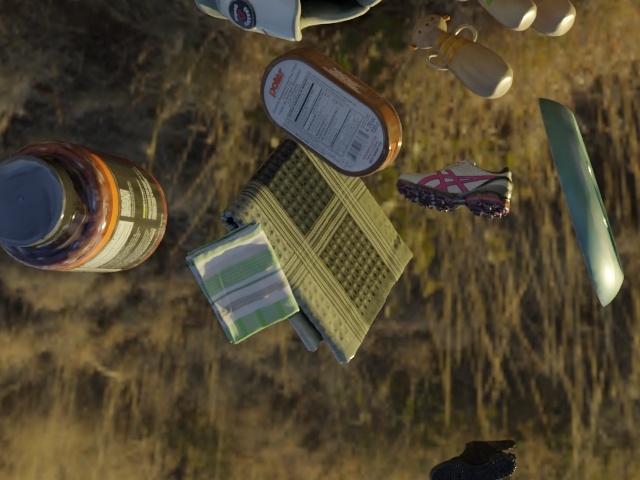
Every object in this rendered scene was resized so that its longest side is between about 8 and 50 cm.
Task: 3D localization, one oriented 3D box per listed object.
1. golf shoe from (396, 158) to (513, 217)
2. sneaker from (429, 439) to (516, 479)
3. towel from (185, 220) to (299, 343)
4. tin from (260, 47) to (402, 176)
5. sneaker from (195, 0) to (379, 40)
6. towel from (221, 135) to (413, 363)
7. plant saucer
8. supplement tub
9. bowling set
[{"bbox_3d":[0.216,-0.090,1.939,0.186,0.086,0.067,9,158,10],"label":"golf shoe"},{"bbox_3d":[0.241,0.351,1.905,0.170,0.051,0.089,-8,-169,-14],"label":"sneaker"},{"bbox_3d":[-0.105,0.060,1.660,0.113,0.023,0.152,-26,114,-3],"label":"towel"},{"bbox_3d":[0.010,-0.152,1.436,0.189,0.040,0.106,37,120,14],"label":"tin"},{"bbox_3d":[0.036,-0.300,1.238,0.146,0.330,0.122,33,150,26],"label":"sneaker"},{"bbox_3d":[0.000,0.000,1.957,0.056,0.312,0.324,-23,111,39],"label":"towel"},{"bbox_3d":[0.384,-0.062,1.751,0.043,0.318,0.317,-18,148,15],"label":"plant saucer"},{"bbox_3d":[-0.204,-0.027,0.994,0.106,0.106,0.198,-2,177,12],"label":"supplement tub"},{"bbox_3d":[0.234,-0.335,1.449,0.287,0.154,0.200,-42,152,-9],"label":"bowling set"}]
